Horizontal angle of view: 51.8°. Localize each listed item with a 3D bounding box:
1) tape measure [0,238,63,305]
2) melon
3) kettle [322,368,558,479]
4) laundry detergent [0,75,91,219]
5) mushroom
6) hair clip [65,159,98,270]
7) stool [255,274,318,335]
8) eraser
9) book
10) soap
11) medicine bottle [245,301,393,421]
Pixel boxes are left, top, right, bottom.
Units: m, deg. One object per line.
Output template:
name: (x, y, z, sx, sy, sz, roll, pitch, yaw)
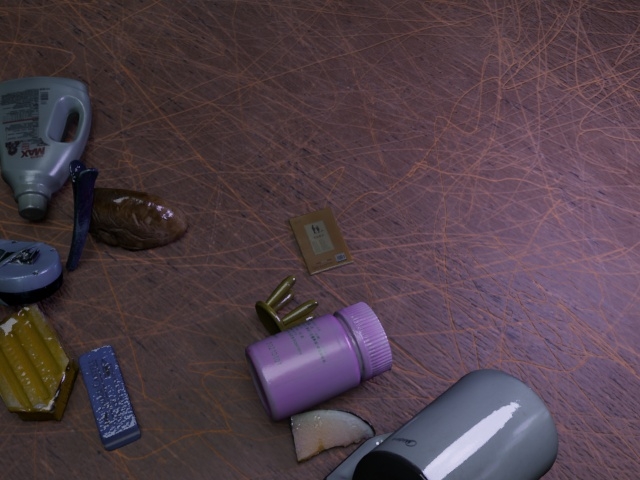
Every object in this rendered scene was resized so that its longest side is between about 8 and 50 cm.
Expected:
tape measure: (-0.699, 0.071, 1.540, 0.181, 0.107, 0.182, -1, 29, -7)
melon: (0.024, 0.414, 1.453, 0.182, 0.054, 0.098, -15, 69, -11)
kettle: (0.218, 0.434, 1.300, 0.377, 0.361, 0.250, -18, 100, -44)
laundry detergent: (-0.734, -0.243, 1.731, 0.264, 0.124, 0.397, -7, 63, -8)
mushroom: (-0.480, -0.075, 1.636, 0.286, 0.151, 0.156, 7, 62, 1)
hair clip: (-0.581, -0.050, 1.577, 0.083, 0.275, 0.048, 22, 17, 33)
stool: (-0.079, 0.163, 1.552, 0.110, 0.134, 0.135, -34, 113, -24)
eraser: (-0.471, 0.348, 1.468, 0.082, 0.036, 0.225, -19, 64, -15)
book: (0.000, 0.000, 1.701, 0.118, 0.012, 0.172, -16, 64, -12)
soap: (-0.642, 0.284, 1.467, 0.160, 0.080, 0.257, -34, 68, -18)
medicine bottle: (-0.005, 0.264, 1.461, 0.291, 0.178, 0.178, -21, 64, -16)
